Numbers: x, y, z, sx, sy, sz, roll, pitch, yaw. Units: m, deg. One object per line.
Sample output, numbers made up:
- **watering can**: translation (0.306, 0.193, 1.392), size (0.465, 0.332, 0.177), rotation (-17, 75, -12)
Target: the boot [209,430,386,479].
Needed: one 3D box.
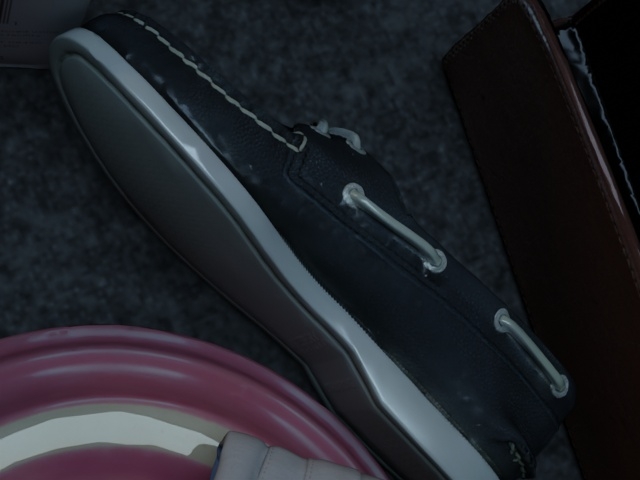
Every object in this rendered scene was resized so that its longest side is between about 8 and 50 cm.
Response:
- **boot**: translation (-0.036, 0.207, 0.674), size (0.123, 0.095, 0.258), rotation (22, 67, -2)

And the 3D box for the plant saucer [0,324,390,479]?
- **plant saucer**: translation (-0.095, 0.198, 0.744), size (0.332, 0.084, 0.332), rotation (2, 79, -12)

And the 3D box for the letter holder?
- **letter holder**: translation (0.200, 0.007, 0.781), size (0.152, 0.214, 0.301), rotation (-16, 84, -16)

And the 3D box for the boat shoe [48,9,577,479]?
- **boat shoe**: translation (0.000, 0.000, 0.791), size (0.091, 0.114, 0.302), rotation (-46, 108, -19)

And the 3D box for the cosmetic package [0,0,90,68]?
- **cosmetic package**: translation (-0.181, -0.186, 0.763), size (0.151, 0.151, 0.183), rotation (1, 79, -13)
